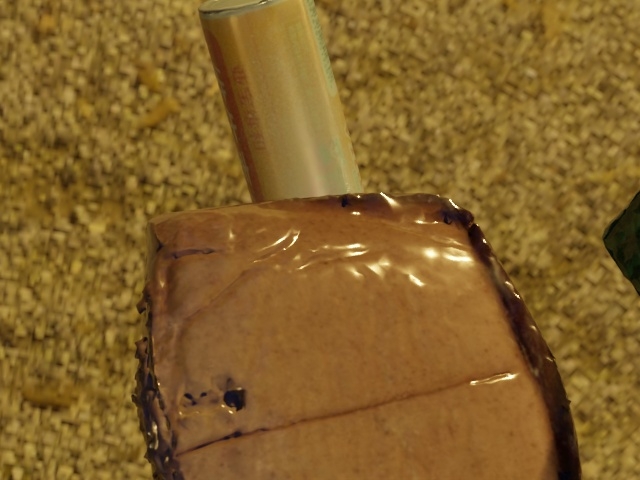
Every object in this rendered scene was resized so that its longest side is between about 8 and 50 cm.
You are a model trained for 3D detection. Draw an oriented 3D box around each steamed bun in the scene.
[{"bbox_3d":[0.009,0.130,0.956,0.251,0.199,0.301,-3,59,-15],"label":"steamed bun"}]

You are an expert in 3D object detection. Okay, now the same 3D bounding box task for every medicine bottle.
[{"bbox_3d":[0.000,0.000,1.327,0.108,0.108,0.426,-24,109,-25],"label":"medicine bottle"}]

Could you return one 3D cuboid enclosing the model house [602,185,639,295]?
[{"bbox_3d":[0.366,-0.096,1.028,0.342,0.382,0.335,8,56,-14],"label":"model house"}]
